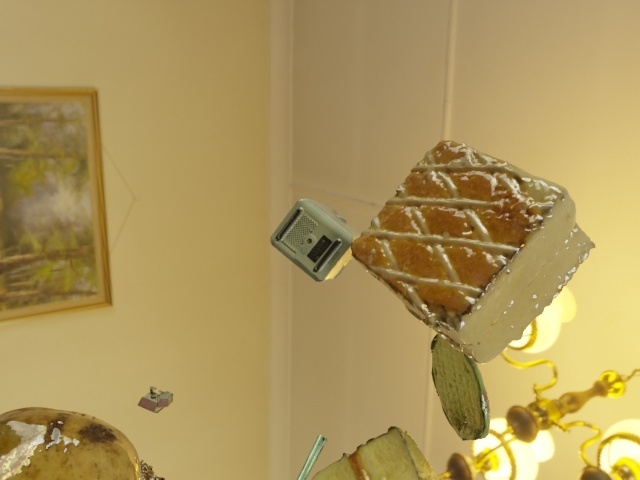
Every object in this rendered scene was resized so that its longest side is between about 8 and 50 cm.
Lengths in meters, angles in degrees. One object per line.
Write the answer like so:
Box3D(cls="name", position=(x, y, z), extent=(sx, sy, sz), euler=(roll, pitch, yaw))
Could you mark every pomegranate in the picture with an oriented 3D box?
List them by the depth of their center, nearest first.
Box3D(cls="pomegranate", position=(-0.382, 0.361, 0.826), extent=(0.281, 0.281, 0.281), euler=(17, -69, 54))

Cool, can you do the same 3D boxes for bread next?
Box3D(cls="bread", position=(0.112, 0.551, 1.265), extent=(0.263, 0.198, 0.236), euler=(-35, -106, 11))
Box3D(cls="bread", position=(0.317, 0.023, 1.316), extent=(0.371, 0.279, 0.390), euler=(-52, -143, 0))
Box3D(cls="bread", position=(0.357, 0.370, 1.559), extent=(0.301, 0.045, 0.301), euler=(168, -90, -77))

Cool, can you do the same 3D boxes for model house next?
Box3D(cls="model house", position=(-0.449, 0.440, 1.651), extent=(0.083, 0.058, 0.057), euler=(16, -66, 25))

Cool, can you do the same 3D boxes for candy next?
Box3D(cls="candy", position=(-0.053, 0.450, 1.053), extent=(0.073, 0.262, 0.077), euler=(26, -42, 11))

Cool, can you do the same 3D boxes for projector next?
Box3D(cls="projector", position=(0.000, 0.000, 1.568), extent=(0.177, 0.242, 0.163), euler=(40, -83, 8))

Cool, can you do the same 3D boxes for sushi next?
Box3D(cls="sushi", position=(-0.405, 0.521, 1.350), extent=(0.061, 0.118, 0.060), euler=(119, -7, -64))
